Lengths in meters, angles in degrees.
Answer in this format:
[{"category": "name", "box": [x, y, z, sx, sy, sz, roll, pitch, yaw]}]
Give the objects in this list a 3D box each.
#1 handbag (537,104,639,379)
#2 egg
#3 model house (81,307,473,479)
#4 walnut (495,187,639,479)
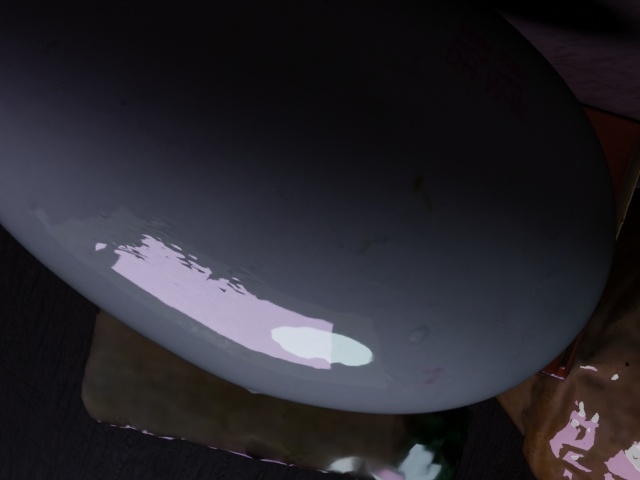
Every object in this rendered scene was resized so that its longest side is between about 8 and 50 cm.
[{"category": "handbag", "box": [0.142, -0.008, 1.307, 0.127, 0.190, 0.063, 18, 178, 19]}, {"category": "egg", "box": [-0.026, -0.047, 0.920, 0.371, 0.230, 0.230, 24, 179, -12]}, {"category": "model house", "box": [0.000, 0.000, 1.695, 0.335, 0.342, 0.382, 11, -172, 7]}, {"category": "walnut", "box": [0.293, 0.096, 1.542, 0.306, 0.306, 0.344, 19, -167, 32]}]
